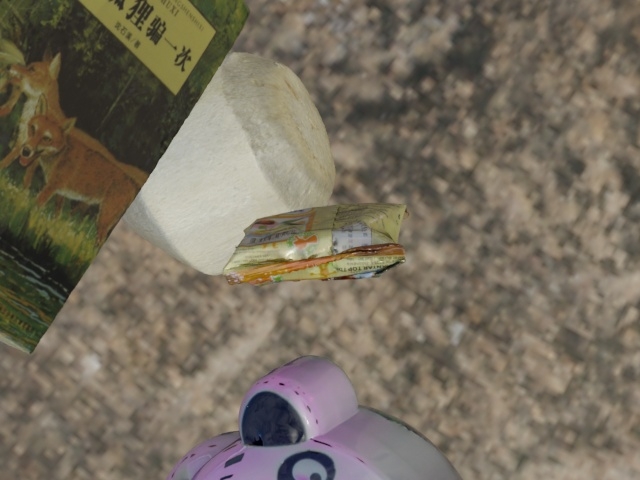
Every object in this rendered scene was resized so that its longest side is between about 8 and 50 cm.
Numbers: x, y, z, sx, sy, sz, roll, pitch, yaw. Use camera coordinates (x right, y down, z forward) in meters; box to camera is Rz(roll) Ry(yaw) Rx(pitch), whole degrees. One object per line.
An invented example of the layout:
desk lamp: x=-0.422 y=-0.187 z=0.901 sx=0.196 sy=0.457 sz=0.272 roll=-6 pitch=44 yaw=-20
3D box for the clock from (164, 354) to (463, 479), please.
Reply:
clock: x=-0.003 y=0.209 z=0.976 sx=0.227 sy=0.090 sz=0.248 roll=39 pitch=123 yaw=17

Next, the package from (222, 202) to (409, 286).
package: x=0.000 y=0.001 z=0.998 sx=0.108 sy=0.120 sz=0.031 roll=-6 pitch=104 yaw=6

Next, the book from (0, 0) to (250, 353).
book: x=-0.135 y=-0.068 z=0.835 sx=0.024 sy=0.228 sz=0.160 roll=26 pitch=168 yaw=34

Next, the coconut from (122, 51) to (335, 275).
coconut: x=-0.124 y=-0.086 z=1.916 sx=0.266 sy=0.237 sz=0.237 roll=-29 pitch=110 yaw=15
